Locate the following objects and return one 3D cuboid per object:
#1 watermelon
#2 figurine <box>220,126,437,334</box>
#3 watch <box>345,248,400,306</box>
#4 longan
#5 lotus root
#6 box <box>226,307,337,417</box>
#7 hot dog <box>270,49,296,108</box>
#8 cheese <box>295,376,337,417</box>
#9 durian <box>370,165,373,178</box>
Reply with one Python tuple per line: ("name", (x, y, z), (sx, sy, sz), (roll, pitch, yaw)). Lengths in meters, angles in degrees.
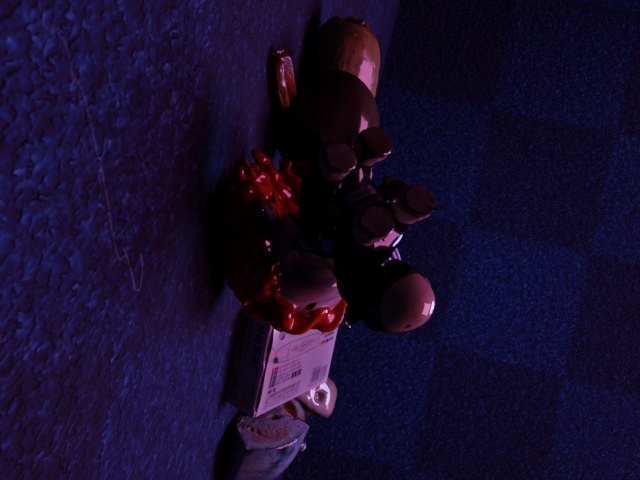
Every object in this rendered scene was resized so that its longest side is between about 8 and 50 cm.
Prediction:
("watermelon", (-0.122, 0.487, 1.443), (0.322, 0.175, 0.188), (-53, 155, -73))
("figurine", (0.009, 0.004, 0.878), (0.241, 0.411, 0.306), (-44, 113, -28))
("watch", (0.103, 0.049, 1.616), (0.210, 0.217, 0.249), (-7, -128, 53))
("longan", (0.012, -0.197, 1.114), (0.196, 0.196, 0.220), (23, 74, -84))
("lotus root", (0.032, -0.291, 1.275), (0.169, 0.151, 0.343), (-97, -161, -71))
("box", (-0.070, 0.230, 1.308), (0.273, 0.091, 0.221), (-6, 112, -57))
("hot dog", (-0.064, -0.264, 0.998), (0.049, 0.036, 0.122), (-61, 162, -25))
("cheese", (-0.064, 0.447, 1.808), (0.235, 0.217, 0.117), (49, 49, -42))
("durian", (0.022, -0.165, 1.512), (0.196, 0.185, 0.305), (59, 45, -43))
